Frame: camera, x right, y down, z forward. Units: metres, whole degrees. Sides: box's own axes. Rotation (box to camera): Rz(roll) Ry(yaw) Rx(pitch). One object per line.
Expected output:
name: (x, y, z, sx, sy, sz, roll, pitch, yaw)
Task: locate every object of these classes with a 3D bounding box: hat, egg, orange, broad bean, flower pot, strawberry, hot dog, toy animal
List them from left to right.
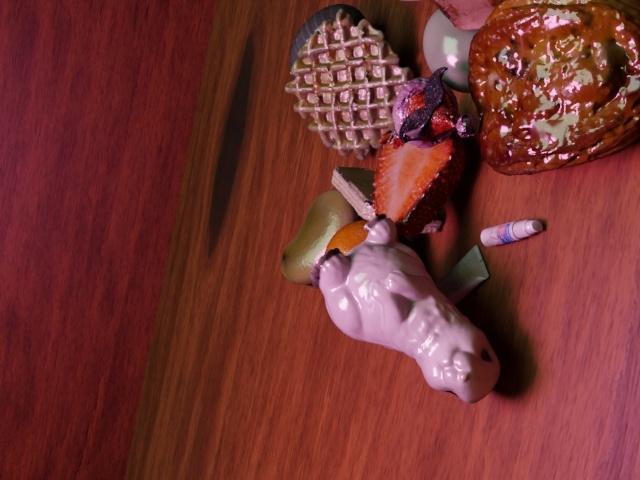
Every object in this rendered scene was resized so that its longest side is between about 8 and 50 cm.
broad bean: (0.000, 0.000, 1.997, 0.263, 0.121, 0.189, -67, 32, 23)
flower pot: (0.028, -0.448, 2.016, 0.157, 0.189, 0.243, 54, 139, 16)
orange: (0.100, 0.059, 1.682, 0.206, 0.206, 0.206, -35, 51, 57)
toy animal: (0.157, 0.140, 1.437, 0.357, 0.194, 0.258, 44, 166, 23)
strawberry: (0.193, -0.127, 1.595, 0.188, 0.106, 0.286, 1, 64, 45)
hat: (0.198, -0.204, 1.435, 0.140, 0.129, 0.227, -38, 22, -1)
egg: (0.262, -0.351, 1.523, 0.149, 0.149, 0.192, -62, 37, 34)
hot dog: (0.342, -0.237, 1.276, 0.387, 0.174, 0.267, 178, 86, -65)

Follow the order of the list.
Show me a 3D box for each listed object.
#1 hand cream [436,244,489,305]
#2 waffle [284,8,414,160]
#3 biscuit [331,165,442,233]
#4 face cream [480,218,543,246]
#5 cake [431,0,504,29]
hand cream: (0.242, 0.090, 1.544, 0.174, 0.047, 0.076, -50, 37, 34)
waffle: (0.061, -0.341, 1.886, 0.292, 0.056, 0.309, 48, 129, 10)
biscuit: (0.131, -0.081, 1.710, 0.252, 0.150, 0.052, -128, 45, -56)
face cream: (0.322, -0.014, 1.413, 0.130, 0.034, 0.034, -18, 65, 61)
cake: (0.271, -0.461, 1.368, 0.292, 0.198, 0.196, -1, 65, 42)
